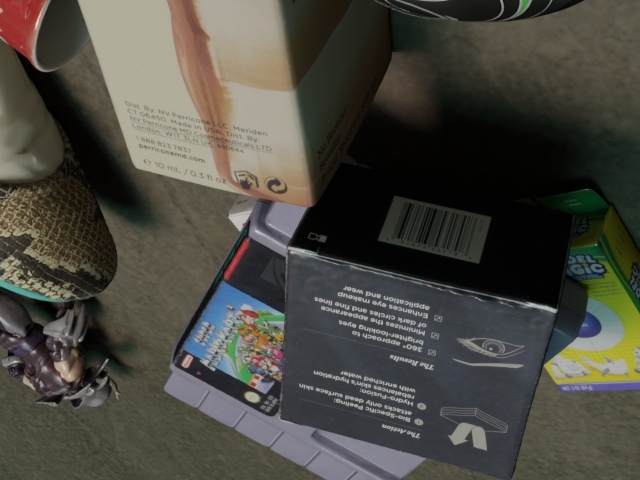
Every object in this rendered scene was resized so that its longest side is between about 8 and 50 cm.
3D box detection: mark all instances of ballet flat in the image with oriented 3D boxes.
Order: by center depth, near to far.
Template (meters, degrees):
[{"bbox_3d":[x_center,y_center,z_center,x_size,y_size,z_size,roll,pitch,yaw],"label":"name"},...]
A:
[{"bbox_3d":[-0.350,-0.133,0.881,0.482,0.164,0.182,34,125,-4],"label":"ballet flat"}]

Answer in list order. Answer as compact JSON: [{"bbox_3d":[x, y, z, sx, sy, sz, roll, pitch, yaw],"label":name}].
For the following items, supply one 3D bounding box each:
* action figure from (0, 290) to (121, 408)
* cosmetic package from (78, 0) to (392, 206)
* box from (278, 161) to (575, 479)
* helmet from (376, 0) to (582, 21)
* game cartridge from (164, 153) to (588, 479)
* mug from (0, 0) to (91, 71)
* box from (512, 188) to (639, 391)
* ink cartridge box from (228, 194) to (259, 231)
[{"bbox_3d":[-0.325,0.091,1.186,0.285,0.099,0.185,38,137,-20],"label":"action figure"},{"bbox_3d":[-0.049,-0.177,0.600,0.129,0.153,0.296,13,144,19],"label":"cosmetic package"},{"bbox_3d":[0.062,0.051,0.698,0.155,0.093,0.158,14,132,10],"label":"box"},{"bbox_3d":[0.079,-0.180,0.497,0.169,0.169,0.161,40,160,-15],"label":"helmet"},{"bbox_3d":[0.016,0.085,0.876,0.230,0.068,0.355,26,143,-7],"label":"game cartridge"},{"bbox_3d":[-0.212,-0.217,0.729,0.169,0.150,0.113,31,-178,3],"label":"mug"},{"bbox_3d":[0.185,0.038,0.805,0.105,0.043,0.179,-9,129,41],"label":"box"},{"bbox_3d":[0.000,0.000,0.875,0.088,0.052,0.122,-8,133,39],"label":"ink cartridge box"}]
